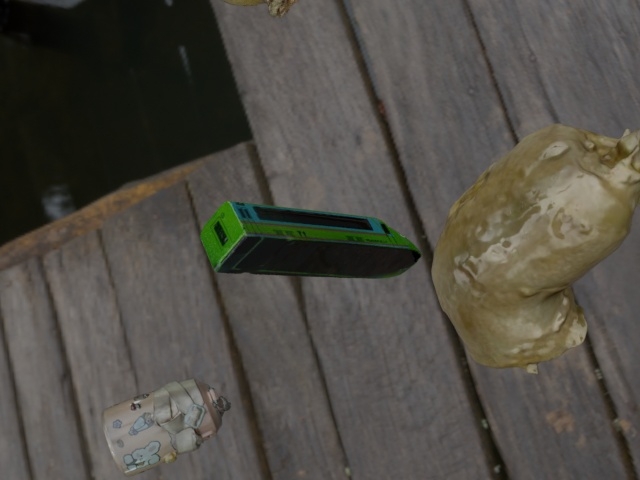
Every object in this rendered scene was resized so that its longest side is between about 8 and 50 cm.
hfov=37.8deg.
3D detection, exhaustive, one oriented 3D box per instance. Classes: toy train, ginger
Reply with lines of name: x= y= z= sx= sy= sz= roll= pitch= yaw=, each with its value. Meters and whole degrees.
toy train: x=0.000 y=0.000 z=0.743 sx=0.044 sy=0.209 sz=0.042 roll=-46 pitch=58 yaw=31
ginger: x=0.190 y=-0.003 z=0.833 sx=0.152 sy=0.138 sz=0.267 roll=21 pitch=126 yaw=1

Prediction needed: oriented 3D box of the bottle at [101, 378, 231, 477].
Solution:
bottle: x=-0.185 y=0.222 z=1.153 sx=0.152 sy=0.099 sz=0.098 roll=-20 pitch=76 yaw=-7

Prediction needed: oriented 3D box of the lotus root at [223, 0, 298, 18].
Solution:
lotus root: x=-0.137 y=-0.413 z=1.256 sx=0.131 sy=0.146 sz=0.303 roll=-45 pitch=76 yaw=30
